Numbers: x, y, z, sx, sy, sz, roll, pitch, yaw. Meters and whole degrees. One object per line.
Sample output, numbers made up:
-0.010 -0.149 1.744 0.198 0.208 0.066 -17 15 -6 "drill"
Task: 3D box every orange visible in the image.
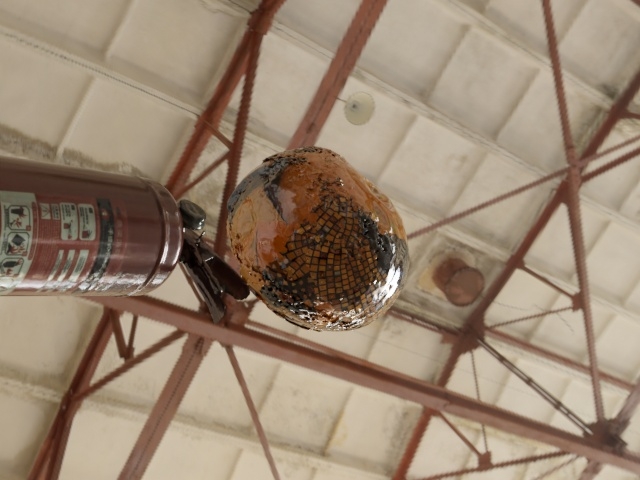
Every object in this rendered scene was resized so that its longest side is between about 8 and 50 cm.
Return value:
0.000 0.000 0.913 0.234 0.234 0.182 39 -82 -28 "orange"

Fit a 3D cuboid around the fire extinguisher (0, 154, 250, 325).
-0.185 0.008 0.598 0.106 0.147 0.337 -45 -27 25 "fire extinguisher"
